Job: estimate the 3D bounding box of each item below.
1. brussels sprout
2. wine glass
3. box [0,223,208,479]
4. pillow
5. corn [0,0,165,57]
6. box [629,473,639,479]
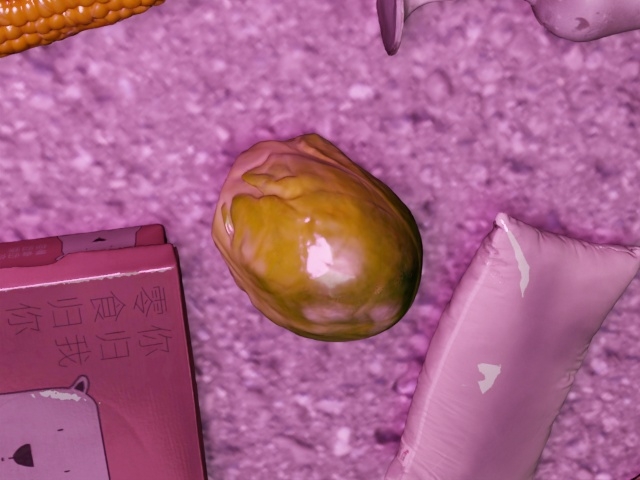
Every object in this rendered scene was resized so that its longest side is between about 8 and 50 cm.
[{"bbox_3d":[-0.002,0.004,0.872,0.155,0.155,0.118,16,112,-17],"label":"brussels sprout"},{"bbox_3d":[0.138,-0.167,0.850,0.195,0.079,0.079,-5,116,-7],"label":"wine glass"},{"bbox_3d":[-0.196,0.102,0.913,0.215,0.086,0.215,-8,116,-7],"label":"box"},{"bbox_3d":[0.145,0.098,0.978,0.144,0.078,0.254,9,114,-25],"label":"pillow"},{"bbox_3d":[-0.202,-0.159,0.784,0.310,0.101,0.101,-17,117,-5],"label":"corn"},{"bbox_3d":[0.453,0.310,1.100,0.373,0.138,0.420,-38,115,8],"label":"box"}]
